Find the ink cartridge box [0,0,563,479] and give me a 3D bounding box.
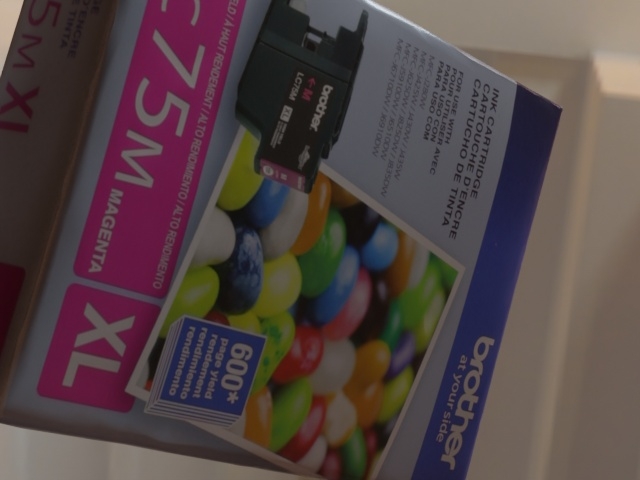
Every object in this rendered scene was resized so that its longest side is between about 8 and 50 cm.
[{"bbox_3d":[0.000,0.000,0.622,0.311,0.065,0.186,20,84,-50],"label":"ink cartridge box"}]
